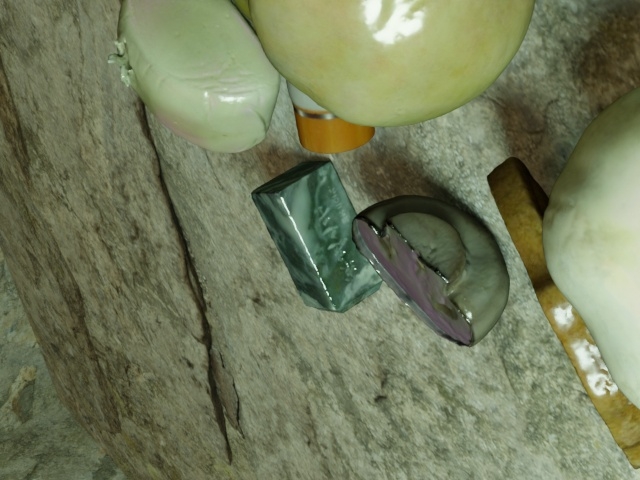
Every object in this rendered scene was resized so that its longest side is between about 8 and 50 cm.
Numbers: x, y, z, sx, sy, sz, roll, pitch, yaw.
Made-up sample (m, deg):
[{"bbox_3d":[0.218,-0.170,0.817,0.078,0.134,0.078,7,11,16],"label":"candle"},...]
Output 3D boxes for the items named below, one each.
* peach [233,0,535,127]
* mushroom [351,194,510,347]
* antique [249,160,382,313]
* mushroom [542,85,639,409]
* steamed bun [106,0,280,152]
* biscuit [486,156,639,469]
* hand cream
[{"bbox_3d":[0.046,-0.241,1.042,0.292,0.247,0.292,170,90,-72],"label":"peach"},{"bbox_3d":[0.124,0.018,1.351,0.188,0.117,0.141,41,150,19],"label":"mushroom"},{"bbox_3d":[0.000,0.000,1.611,0.086,0.088,0.183,3,123,63],"label":"antique"},{"bbox_3d":[0.294,0.012,0.944,0.253,0.234,0.260,11,93,22],"label":"mushroom"},{"bbox_3d":[-0.167,-0.213,1.597,0.239,0.152,0.170,53,157,17],"label":"steamed bun"},{"bbox_3d":[0.228,0.058,1.133,0.273,0.049,0.257,52,-163,-40],"label":"biscuit"},{"bbox_3d":[0.002,-0.245,1.329,0.139,0.089,0.314,25,132,48],"label":"hand cream"}]
